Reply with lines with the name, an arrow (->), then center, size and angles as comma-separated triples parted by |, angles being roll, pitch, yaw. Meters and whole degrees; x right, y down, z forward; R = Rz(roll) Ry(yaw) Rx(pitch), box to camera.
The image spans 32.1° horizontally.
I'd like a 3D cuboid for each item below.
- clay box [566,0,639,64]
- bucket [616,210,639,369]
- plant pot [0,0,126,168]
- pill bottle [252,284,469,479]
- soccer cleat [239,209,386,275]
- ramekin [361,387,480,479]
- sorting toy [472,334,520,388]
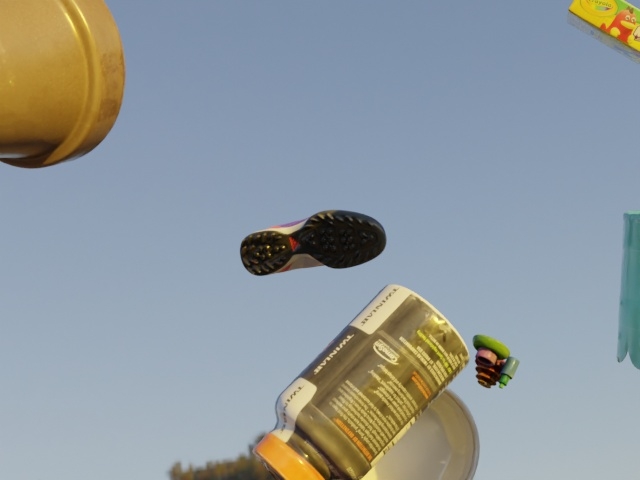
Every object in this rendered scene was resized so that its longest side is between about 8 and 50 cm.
clay box -> 0.440, -0.267, 1.499 | 0.053, 0.222, 0.127 | -60, -8, 9
bucket -> 0.488, 0.051, 1.325 | 0.281, 0.183, 0.281 | -2, 3, 0
plant pot -> -0.394, -0.191, 1.282 | 0.263, 0.263, 0.229 | -26, 4, 31
pill bottle -> 0.039, 0.174, 1.224 | 0.246, 0.130, 0.130 | -44, -20, -15
soccer cleat -> 0.000, 0.000, 2.043 | 0.318, 0.108, 0.116 | -11, 5, 37
ramekin -> 0.124, 0.308, 1.649 | 0.207, 0.207, 0.109 | -8, -13, -6
sorting toy -> 0.219, 0.162, 1.423 | 0.061, 0.042, 0.102 | 19, -23, 25
